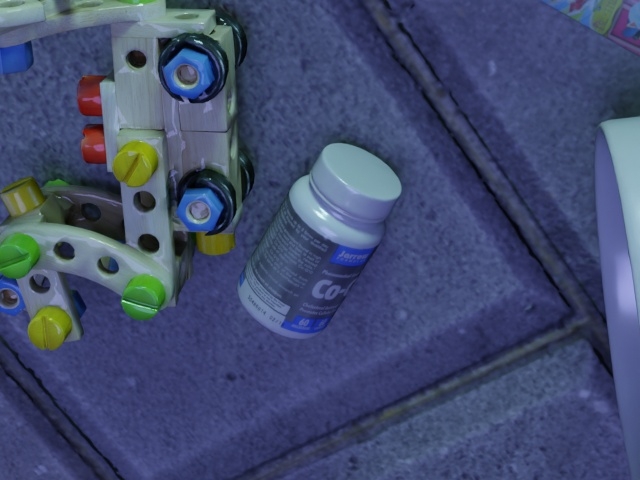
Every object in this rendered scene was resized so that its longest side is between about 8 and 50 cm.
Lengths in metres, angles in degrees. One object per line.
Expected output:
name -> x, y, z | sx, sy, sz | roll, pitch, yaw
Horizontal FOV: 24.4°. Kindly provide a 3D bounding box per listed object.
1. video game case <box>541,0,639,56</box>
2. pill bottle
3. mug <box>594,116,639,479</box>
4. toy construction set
video game case -> 0.222, -0.230, 0.956 | 0.193, 0.023, 0.212 | 28, 120, -5
pill bottle -> 0.000, 0.000, 1.096 | 0.078, 0.078, 0.137 | 28, 121, -5
mug -> 0.363, 0.066, 0.977 | 0.328, 0.276, 0.374 | -7, 147, 7
toy construction set -> -0.163, -0.073, 1.059 | 0.215, 0.151, 0.328 | 3, 130, 10
